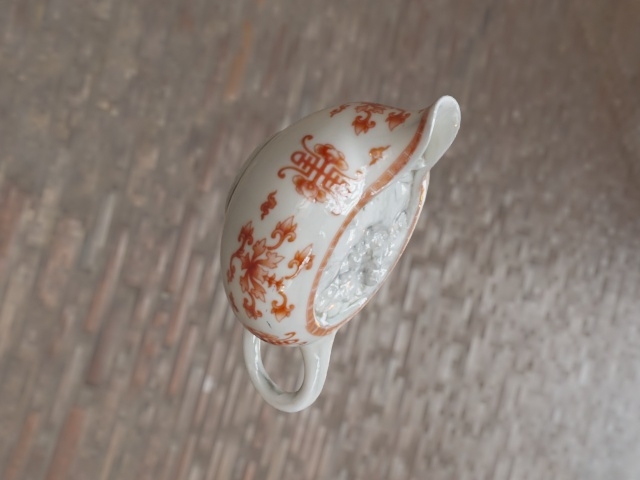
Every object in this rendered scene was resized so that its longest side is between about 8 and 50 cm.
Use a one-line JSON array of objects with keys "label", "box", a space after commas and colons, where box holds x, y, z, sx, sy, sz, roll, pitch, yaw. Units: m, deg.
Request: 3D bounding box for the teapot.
[{"label": "teapot", "box": [0.000, 0.000, 1.062, 0.159, 0.116, 0.245, -48, 158, -53]}]
